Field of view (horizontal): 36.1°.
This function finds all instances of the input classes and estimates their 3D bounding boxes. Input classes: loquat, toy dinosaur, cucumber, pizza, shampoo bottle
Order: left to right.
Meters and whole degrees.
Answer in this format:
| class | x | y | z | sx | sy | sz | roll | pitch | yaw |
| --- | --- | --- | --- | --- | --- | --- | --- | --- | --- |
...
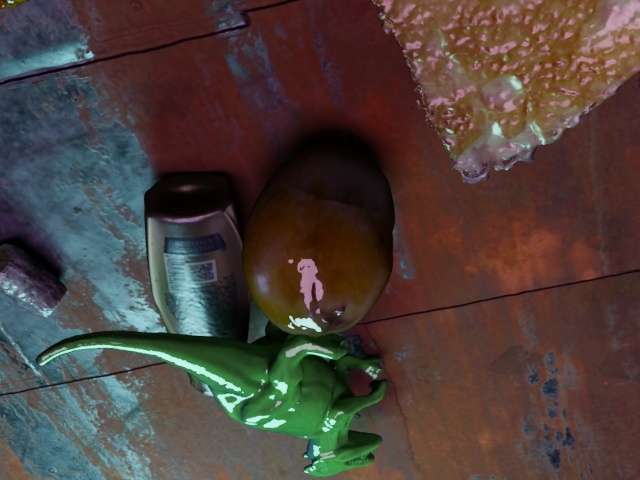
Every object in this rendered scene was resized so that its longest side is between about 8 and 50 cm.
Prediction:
| class | x | y | z | sx | sy | sz | roll | pitch | yaw |
| --- | --- | --- | --- | --- | --- | --- | --- | --- | --- |
| cucumber | -0.386 | 0.055 | 1.284 | 0.064 | 0.064 | 0.112 | -24 | 131 | 21 |
| shampoo bottle | -0.153 | 0.073 | 1.278 | 0.126 | 0.084 | 0.350 | -7 | 133 | -5 |
| toy dinosaur | -0.123 | 0.213 | 1.307 | 0.500 | 0.144 | 0.374 | -3 | 136 | -20 |
| loquat | 0.000 | 0.000 | 1.138 | 0.179 | 0.179 | 0.227 | 6 | 101 | -4 |
| pizza | 0.234 | -0.281 | 0.955 | 0.392 | 0.080 | 0.435 | -20 | 130 | 19 |

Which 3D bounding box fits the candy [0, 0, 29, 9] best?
| class | x | y | z | sx | sy | sz | roll | pitch | yaw |
| --- | --- | --- | --- | --- | --- | --- | --- | --- | --- |
| candy | -0.384 | -0.250 | 1.020 | 0.201 | 0.060 | 0.060 | -11 | 131 | 20 |
